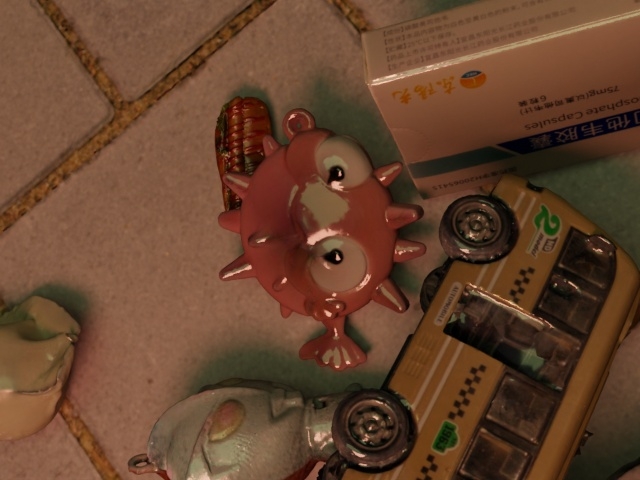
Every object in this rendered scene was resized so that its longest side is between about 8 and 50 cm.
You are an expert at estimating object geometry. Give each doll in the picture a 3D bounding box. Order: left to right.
[{"bbox_3d":[0.000,0.000,1.214,0.211,0.093,0.261,-1,97,15],"label":"doll"}]

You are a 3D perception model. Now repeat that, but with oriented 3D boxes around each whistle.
[{"bbox_3d":[-0.017,0.191,1.188,0.346,0.142,0.133,-9,92,2],"label":"whistle"}]

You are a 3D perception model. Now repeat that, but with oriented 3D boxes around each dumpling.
[{"bbox_3d":[-0.331,0.130,1.290,0.181,0.111,0.155,1,54,8],"label":"dumpling"}]

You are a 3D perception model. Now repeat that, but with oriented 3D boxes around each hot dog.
[{"bbox_3d":[-0.079,-0.079,1.274,0.062,0.038,0.144,-3,84,14],"label":"hot dog"}]

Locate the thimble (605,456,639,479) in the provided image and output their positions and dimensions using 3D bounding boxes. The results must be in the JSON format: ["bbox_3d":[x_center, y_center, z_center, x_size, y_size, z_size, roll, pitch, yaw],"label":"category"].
[{"bbox_3d":[0.302,0.262,1.056,0.245,0.217,0.157,-44,71,25],"label":"thimble"}]

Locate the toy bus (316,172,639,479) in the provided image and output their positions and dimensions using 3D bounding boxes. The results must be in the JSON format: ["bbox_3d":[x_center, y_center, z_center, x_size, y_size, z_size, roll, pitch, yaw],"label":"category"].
[{"bbox_3d":[0.139,0.135,1.064,0.202,0.177,0.365,26,66,9],"label":"toy bus"}]

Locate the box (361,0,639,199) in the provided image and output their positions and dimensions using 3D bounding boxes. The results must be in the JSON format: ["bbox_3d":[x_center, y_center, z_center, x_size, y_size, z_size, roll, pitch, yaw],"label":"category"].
[{"bbox_3d":[0.229,-0.150,1.119,0.344,0.200,0.065,-14,57,13],"label":"box"}]
